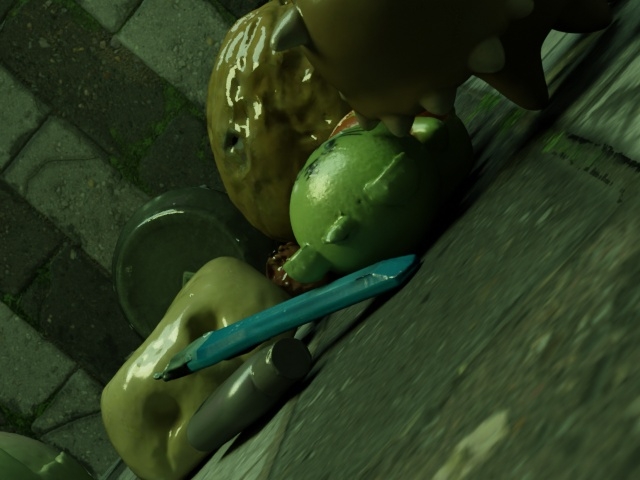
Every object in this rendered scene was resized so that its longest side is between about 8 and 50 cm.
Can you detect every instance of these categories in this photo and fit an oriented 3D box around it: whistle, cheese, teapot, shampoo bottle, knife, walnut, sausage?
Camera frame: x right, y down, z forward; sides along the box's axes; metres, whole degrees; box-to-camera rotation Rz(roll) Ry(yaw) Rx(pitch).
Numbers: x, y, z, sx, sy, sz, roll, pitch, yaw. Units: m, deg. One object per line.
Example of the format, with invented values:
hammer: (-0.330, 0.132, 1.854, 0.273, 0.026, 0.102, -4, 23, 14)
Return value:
whistle: (0.054, -0.056, 0.863, 0.131, 0.106, 0.288, -44, 4, 31)
cheese: (-0.118, 0.123, 1.029, 0.235, 0.117, 0.218, -51, 1, 39)
teapot: (-0.120, 0.023, 1.649, 0.300, 0.253, 0.344, -13, 8, 16)
shampoo bottle: (-0.050, 0.112, 0.831, 0.080, 0.040, 0.165, -41, -2, -32)
knife: (-0.033, 0.063, 0.829, 0.297, 0.026, 0.044, -24, 9, 46)
walnut: (-0.009, -0.110, 1.026, 0.198, 0.245, 0.198, -9, 21, 4)
sausage: (-0.013, 0.028, 1.180, 0.078, 0.078, 0.304, -48, 0, 6)

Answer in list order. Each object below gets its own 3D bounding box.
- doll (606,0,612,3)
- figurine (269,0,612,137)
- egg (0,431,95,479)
doll: (0.279, -0.307, 1.015, 0.175, 0.149, 0.278, -14, 36, 21)
figurine: (0.079, -0.151, 0.753, 0.177, 0.247, 0.173, -16, 54, 28)
egg: (-0.204, 0.195, 0.612, 0.183, 0.183, 0.217, -48, -8, 27)
